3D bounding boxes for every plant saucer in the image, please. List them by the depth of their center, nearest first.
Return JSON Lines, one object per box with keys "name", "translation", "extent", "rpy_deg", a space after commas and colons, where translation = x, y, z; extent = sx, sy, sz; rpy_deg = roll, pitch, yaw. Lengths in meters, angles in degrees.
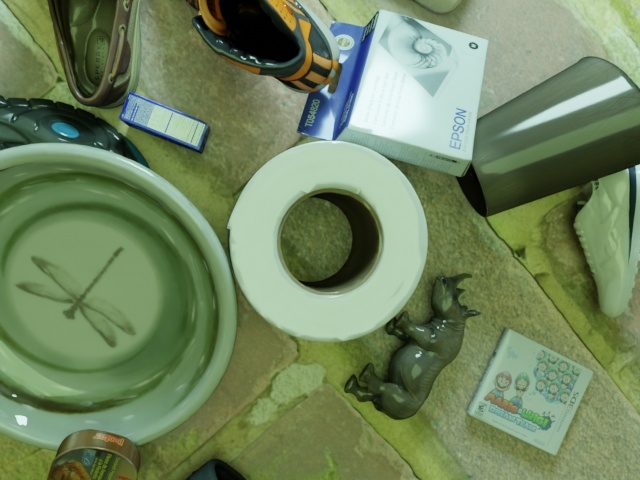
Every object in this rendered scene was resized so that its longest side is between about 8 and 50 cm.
{"name": "plant saucer", "translation": [-0.299, 0.071, 0.815], "extent": [0.400, 0.100, 0.401], "rpy_deg": [0, 109, -1]}

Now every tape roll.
{"name": "tape roll", "translation": [0.000, 0.000, 0.856], "extent": [0.246, 0.169, 0.246], "rpy_deg": [0, 91, -8]}

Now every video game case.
{"name": "video game case", "translation": [0.319, 0.230, 0.987], "extent": [0.157, 0.019, 0.143], "rpy_deg": [27, 87, -8]}

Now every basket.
{"name": "basket", "translation": [0.305, -0.136, 0.908], "extent": [0.226, 0.204, 0.154], "rpy_deg": [-24, 122, 2]}

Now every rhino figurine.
{"name": "rhino figurine", "translation": [0.146, 0.147, 0.932], "extent": [0.106, 0.073, 0.243], "rpy_deg": [37, 84, -4]}

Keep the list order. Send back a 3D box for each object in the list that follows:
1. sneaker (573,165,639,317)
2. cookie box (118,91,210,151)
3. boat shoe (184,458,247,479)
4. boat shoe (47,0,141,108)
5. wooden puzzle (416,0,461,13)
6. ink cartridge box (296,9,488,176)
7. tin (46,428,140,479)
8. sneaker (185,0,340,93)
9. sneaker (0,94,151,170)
{"name": "sneaker", "translation": [0.427, -0.002, 0.977], "extent": [0.094, 0.090, 0.235], "rpy_deg": [2, 95, 14]}
{"name": "cookie box", "translation": [-0.202, -0.153, 0.860], "extent": [0.107, 0.092, 0.040], "rpy_deg": [21, 91, -10]}
{"name": "boat shoe", "translation": [-0.009, 0.476, 0.861], "extent": [0.500, 0.187, 0.156], "rpy_deg": [39, 91, -3]}
{"name": "boat shoe", "translation": [-0.282, -0.334, 0.796], "extent": [0.123, 0.123, 0.342], "rpy_deg": [5, 103, -2]}
{"name": "wooden puzzle", "translation": [0.134, -0.551, 0.911], "extent": [0.322, 0.080, 0.348], "rpy_deg": [28, 87, -9]}
{"name": "ink cartridge box", "translation": [0.102, -0.208, 0.865], "extent": [0.223, 0.045, 0.223], "rpy_deg": [14, 61, 1]}
{"name": "tin", "translation": [-0.295, 0.312, 0.836], "extent": [0.106, 0.040, 0.190], "rpy_deg": [21, 122, -12]}
{"name": "sneaker", "translation": [-0.115, -0.314, 0.792], "extent": [0.321, 0.180, 0.125], "rpy_deg": [42, 107, 11]}
{"name": "sneaker", "translation": [-0.388, -0.113, 0.836], "extent": [0.340, 0.125, 0.140], "rpy_deg": [22, 115, -12]}
